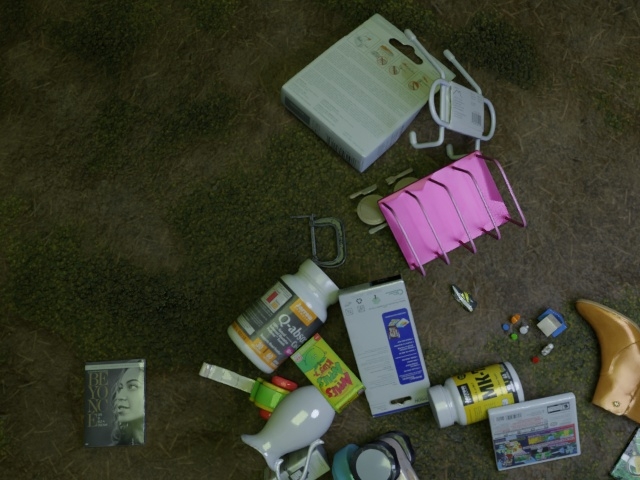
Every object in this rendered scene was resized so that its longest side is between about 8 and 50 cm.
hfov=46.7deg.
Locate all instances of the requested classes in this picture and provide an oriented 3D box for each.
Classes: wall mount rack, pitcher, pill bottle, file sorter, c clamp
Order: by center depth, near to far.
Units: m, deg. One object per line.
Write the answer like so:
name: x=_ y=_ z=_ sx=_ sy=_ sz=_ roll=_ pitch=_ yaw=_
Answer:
pitcher: x=-0.054 y=0.456 z=1.731 sx=0.207 sy=0.125 sz=0.177 roll=-39 pitch=81 yaw=-9
pill bottle: x=0.370 y=0.374 z=1.779 sx=0.209 sy=0.119 sz=0.119 roll=-17 pitch=76 yaw=-2
file sorter: x=0.324 y=-0.064 z=1.826 sx=0.291 sy=0.182 sz=0.202 roll=-27 pitch=101 yaw=1
pill bottle: x=-0.085 y=0.187 z=1.866 sx=0.278 sy=0.162 sz=0.162 roll=-44 pitch=76 yaw=-3
wall mount rack: x=0.319 y=-0.371 z=1.883 sx=0.130 sy=0.350 sz=0.304 roll=-1 pitch=86 yaw=37
c clamp: x=0.000 y=0.000 z=1.971 sx=0.137 sy=0.022 sz=0.160 roll=-10 pitch=75 yaw=0

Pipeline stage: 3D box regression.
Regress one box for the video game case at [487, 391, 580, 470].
video game case: x=0.505 y=0.452 z=1.747 sx=0.201 sy=0.023 sz=0.183 roll=-13 pitch=117 yaw=4

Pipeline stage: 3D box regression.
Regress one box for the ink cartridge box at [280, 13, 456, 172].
ink cartridge box: x=0.131 y=-0.413 z=2.031 sx=0.308 sy=0.091 sz=0.385 roll=42 pitch=69 yaw=14

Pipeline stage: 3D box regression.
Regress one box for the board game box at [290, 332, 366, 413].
board game box: x=0.018 y=0.327 z=1.831 sx=0.092 sy=0.043 sz=0.181 roll=-41 pitch=63 yaw=-6

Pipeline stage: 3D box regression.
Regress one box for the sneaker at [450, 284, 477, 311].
sneaker: x=0.366 y=0.143 z=1.888 sx=0.035 sy=0.031 sz=0.083 roll=-34 pitch=80 yaw=-15

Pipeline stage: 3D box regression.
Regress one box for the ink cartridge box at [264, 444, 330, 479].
ink cartridge box: x=-0.058 y=0.555 z=1.802 sx=0.150 sy=0.109 sz=0.063 roll=-34 pitch=96 yaw=0

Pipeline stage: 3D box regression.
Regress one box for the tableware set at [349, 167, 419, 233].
tableware set: x=0.189 y=-0.098 z=1.958 sx=0.194 sy=0.039 sz=0.128 roll=-25 pitch=66 yaw=-4

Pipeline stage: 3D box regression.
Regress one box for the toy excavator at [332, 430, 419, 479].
toy excavator: x=0.084 y=0.722 z=1.726 sx=0.445 sy=0.222 sz=0.433 roll=-33 pitch=76 yaw=13

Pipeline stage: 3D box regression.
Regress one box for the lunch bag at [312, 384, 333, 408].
lunch bag: x=0.023 y=0.376 z=1.864 sx=0.083 sy=0.053 sz=0.071 roll=38 pitch=79 yaw=11

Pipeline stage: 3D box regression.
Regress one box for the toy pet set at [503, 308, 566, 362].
toy pet set: x=0.542 y=0.220 z=1.843 sx=0.122 sy=0.065 sz=0.114 roll=51 pitch=123 yaw=17

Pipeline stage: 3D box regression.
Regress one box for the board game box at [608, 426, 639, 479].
board game box: x=0.826 y=0.569 z=1.734 sx=0.260 sy=0.030 sz=0.136 roll=32 pitch=86 yaw=13

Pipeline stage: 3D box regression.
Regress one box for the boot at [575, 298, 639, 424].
boot: x=0.698 y=0.295 z=1.772 sx=0.295 sy=0.104 sz=0.211 roll=34 pitch=83 yaw=9

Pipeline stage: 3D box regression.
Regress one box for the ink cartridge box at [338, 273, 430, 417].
ink cartridge box: x=0.162 y=0.261 z=1.828 sx=0.165 sy=0.065 sz=0.332 roll=-14 pitch=102 yaw=4

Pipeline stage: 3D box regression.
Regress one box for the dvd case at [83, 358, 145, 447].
dvd case: x=-0.539 y=0.426 z=1.943 sx=0.165 sy=0.018 sz=0.221 roll=-4 pitch=77 yaw=7

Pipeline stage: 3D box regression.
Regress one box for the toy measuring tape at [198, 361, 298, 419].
toy measuring tape: x=-0.163 y=0.376 z=1.858 sx=0.330 sy=0.121 sz=0.121 roll=19 pitch=81 yaw=11
